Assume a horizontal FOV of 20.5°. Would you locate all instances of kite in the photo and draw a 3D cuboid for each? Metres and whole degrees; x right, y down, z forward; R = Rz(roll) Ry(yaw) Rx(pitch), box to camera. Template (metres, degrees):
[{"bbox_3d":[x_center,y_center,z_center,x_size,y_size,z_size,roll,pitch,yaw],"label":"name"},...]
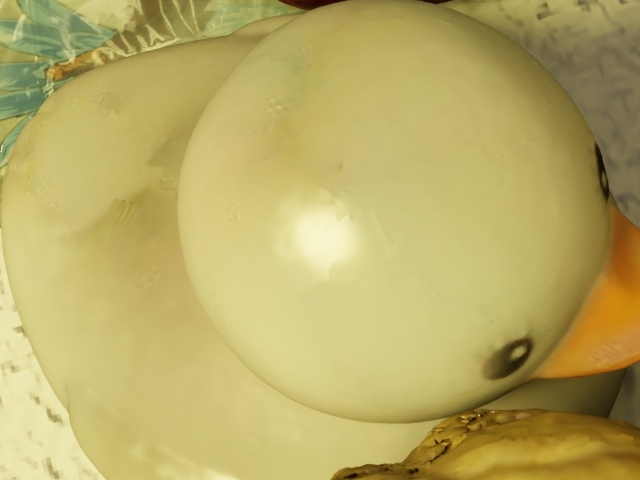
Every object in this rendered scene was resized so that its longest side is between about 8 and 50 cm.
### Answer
[{"bbox_3d":[-0.149,-0.049,0.769,0.310,0.015,0.169,-21,64,5],"label":"kite"}]

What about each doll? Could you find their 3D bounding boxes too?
[{"bbox_3d":[0.000,0.000,0.597,0.251,0.221,0.221,19,74,23],"label":"doll"}]

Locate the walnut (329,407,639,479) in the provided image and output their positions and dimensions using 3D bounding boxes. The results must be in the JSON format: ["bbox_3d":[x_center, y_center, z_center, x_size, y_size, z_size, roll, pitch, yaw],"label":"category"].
[{"bbox_3d":[0.071,0.160,0.506,0.198,0.245,0.198,-30,19,12],"label":"walnut"}]

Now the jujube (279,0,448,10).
[{"bbox_3d":[0.024,-0.214,0.711,0.183,0.183,0.243,-5,75,14],"label":"jujube"}]
